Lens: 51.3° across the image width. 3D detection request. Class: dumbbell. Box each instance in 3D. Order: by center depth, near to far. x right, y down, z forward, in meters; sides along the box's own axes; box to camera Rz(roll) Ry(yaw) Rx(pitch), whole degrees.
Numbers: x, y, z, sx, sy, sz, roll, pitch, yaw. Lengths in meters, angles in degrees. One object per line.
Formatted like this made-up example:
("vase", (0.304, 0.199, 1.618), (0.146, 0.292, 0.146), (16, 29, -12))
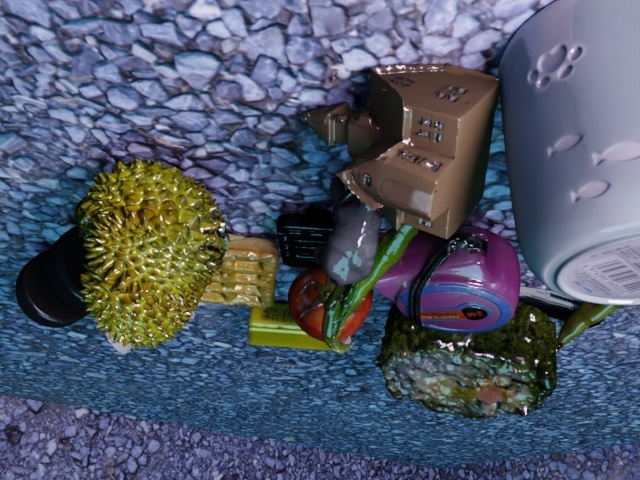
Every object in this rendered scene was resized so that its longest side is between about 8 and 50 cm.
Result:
("dumbbell", (-0.462, 0.069, 1.254), (0.152, 0.152, 0.218), (24, 147, -36))

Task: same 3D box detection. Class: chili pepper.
("chili pepper", (0.097, 0.042, 1.079), (0.085, 0.076, 0.359), (-2, 134, -50))

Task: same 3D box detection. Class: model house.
("model house", (0.064, -0.118, 0.820), (0.248, 0.176, 0.181), (21, 132, 29))

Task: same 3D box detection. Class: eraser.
("eraser", (-0.062, 0.203, 1.567), (0.226, 0.069, 0.158), (4, 156, -4))

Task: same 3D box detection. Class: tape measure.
("tape measure", (0.229, 0.059, 1.178), (0.231, 0.149, 0.245), (-9, 144, 29))

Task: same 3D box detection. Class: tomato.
("tomato", (0.017, 0.122, 1.304), (0.167, 0.167, 0.167), (2, 153, 1))

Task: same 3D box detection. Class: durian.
("durian", (-0.251, 0.013, 1.021), (0.224, 0.291, 0.291), (-7, 155, -10))

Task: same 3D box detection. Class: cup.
("cup", (0.379, -0.092, 0.706), (0.357, 0.274, 0.259), (-6, 153, 19))

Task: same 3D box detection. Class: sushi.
("sushi", (0.296, 0.242, 1.385), (0.352, 0.178, 0.294), (12, 141, 9))

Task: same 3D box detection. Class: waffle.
("waffle", (-0.168, 0.062, 1.310), (0.168, 0.057, 0.274), (5, 153, -4))

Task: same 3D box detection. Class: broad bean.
("broad bean", (0.557, 0.126, 1.311), (0.043, 0.060, 0.297), (1, 144, -43))

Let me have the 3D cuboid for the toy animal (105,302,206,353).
("toy animal", (-0.378, 0.152, 1.488), (0.221, 0.131, 0.104), (-28, 176, 7))

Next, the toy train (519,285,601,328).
("toy train", (0.469, 0.126, 1.385), (0.252, 0.048, 0.055), (17, 147, -14))

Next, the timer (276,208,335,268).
("timer", (0.000, 0.000, 1.179), (0.144, 0.055, 0.187), (4, 157, 3))

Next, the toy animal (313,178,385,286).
("toy animal", (0.059, -0.050, 0.993), (0.082, 0.137, 0.269), (13, 112, -14))
